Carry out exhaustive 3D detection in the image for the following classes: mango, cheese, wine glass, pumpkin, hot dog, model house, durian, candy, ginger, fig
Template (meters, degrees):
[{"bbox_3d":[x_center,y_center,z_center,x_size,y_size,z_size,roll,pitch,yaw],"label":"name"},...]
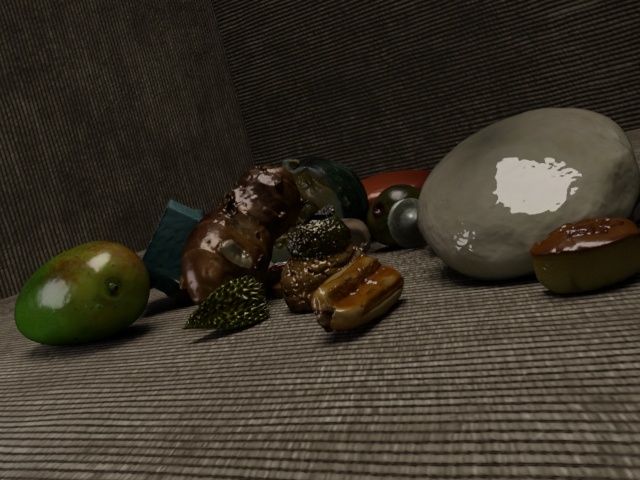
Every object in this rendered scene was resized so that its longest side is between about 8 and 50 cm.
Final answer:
[{"bbox_3d":[-0.502,0.118,1.692,0.382,0.201,0.225,-22,22,42],"label":"mango"},{"bbox_3d":[0.000,0.000,1.710,0.163,0.082,0.286,-11,6,-20],"label":"cheese"},{"bbox_3d":[0.246,-0.044,1.688,0.126,0.126,0.241,-17,3,-23],"label":"wine glass"},{"bbox_3d":[-0.013,-0.085,1.992,0.293,0.263,0.197,5,19,34],"label":"pumpkin"},{"bbox_3d":[0.058,0.087,1.256,0.102,0.076,0.249,27,23,15],"label":"hot dog"},{"bbox_3d":[-0.291,0.052,1.926,0.249,0.230,0.280,26,3,-11],"label":"model house"},{"bbox_3d":[-0.150,0.117,1.462,0.100,0.086,0.215,-29,-9,41],"label":"durian"},{"bbox_3d":[0.343,-0.088,1.368,0.386,0.186,0.427,-25,25,13],"label":"candy"},{"bbox_3d":[-0.153,-0.021,1.646,0.254,0.176,0.418,-57,2,28],"label":"ginger"},{"bbox_3d":[0.232,-0.047,1.913,0.259,0.151,0.151,10,-10,-37],"label":"fig"}]

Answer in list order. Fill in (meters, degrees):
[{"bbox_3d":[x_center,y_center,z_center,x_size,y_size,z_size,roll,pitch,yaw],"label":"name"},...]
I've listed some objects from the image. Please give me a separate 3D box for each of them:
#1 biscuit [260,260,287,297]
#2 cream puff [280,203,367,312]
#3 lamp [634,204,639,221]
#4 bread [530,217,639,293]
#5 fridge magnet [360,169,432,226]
[{"bbox_3d":[-0.049,0.065,1.775,0.216,0.047,0.340,-15,7,-11],"label":"biscuit"},{"bbox_3d":[0.005,0.025,1.465,0.183,0.169,0.183,-16,6,2],"label":"cream puff"},{"bbox_3d":[0.511,-0.080,1.517,0.179,0.108,0.246,-8,8,18],"label":"lamp"},{"bbox_3d":[0.373,0.017,1.104,0.156,0.086,0.125,-17,9,-16],"label":"bread"},{"bbox_3d":[0.186,-0.106,2.198,0.364,0.155,0.363,-14,6,2],"label":"fridge magnet"}]
